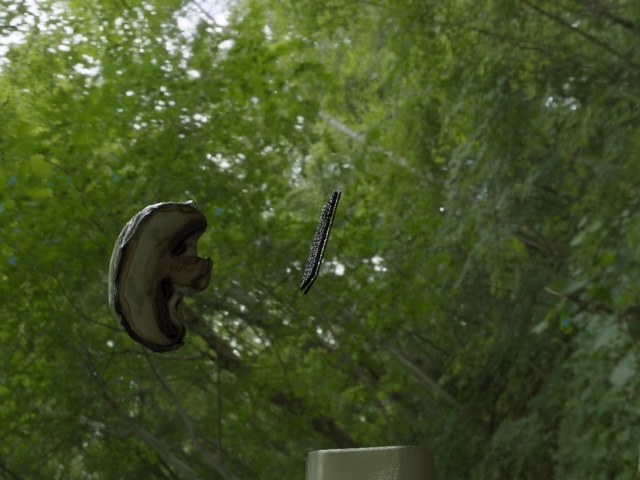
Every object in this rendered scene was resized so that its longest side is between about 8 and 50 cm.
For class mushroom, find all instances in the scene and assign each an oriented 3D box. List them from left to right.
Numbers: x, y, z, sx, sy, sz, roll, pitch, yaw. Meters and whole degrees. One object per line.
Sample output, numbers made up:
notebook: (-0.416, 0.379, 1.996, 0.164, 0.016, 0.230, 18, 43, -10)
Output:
mushroom: (-0.368, 0.077, 1.473, 0.247, 0.130, 0.344, 3, -91, -41)

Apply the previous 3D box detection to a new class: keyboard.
keyboard: (0.000, 0.000, 1.746, 0.106, 0.027, 0.317, 122, 168, -48)

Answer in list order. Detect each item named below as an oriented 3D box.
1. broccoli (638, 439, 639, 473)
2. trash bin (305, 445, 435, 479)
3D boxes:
broccoli: (0.584, 0.345, 0.848, 0.249, 0.302, 0.375, 27, -94, -51)
trash bin: (0.080, 0.476, 1.057, 0.121, 0.243, 0.247, 49, -145, -54)
